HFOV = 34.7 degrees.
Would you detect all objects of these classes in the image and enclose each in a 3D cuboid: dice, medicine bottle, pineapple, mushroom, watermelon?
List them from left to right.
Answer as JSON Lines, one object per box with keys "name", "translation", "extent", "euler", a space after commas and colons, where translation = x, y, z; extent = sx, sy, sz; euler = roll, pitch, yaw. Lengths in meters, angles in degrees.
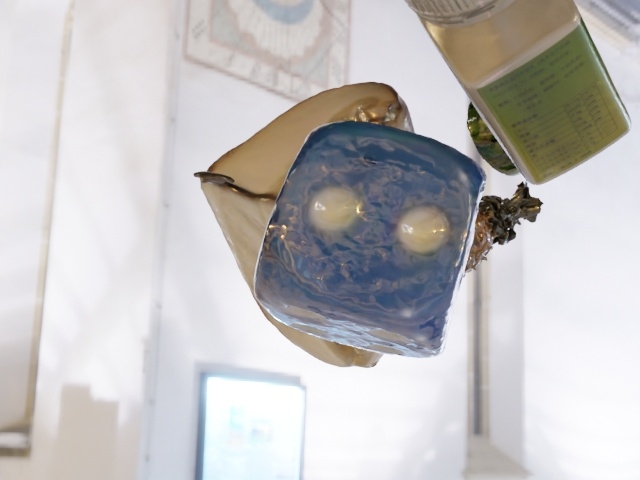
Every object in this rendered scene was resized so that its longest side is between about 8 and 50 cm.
{"name": "mushroom", "translation": [0.030, -0.011, 1.597], "extent": [0.224, 0.313, 0.397], "euler": [11, -47, 41]}
{"name": "dice", "translation": [0.039, 0.003, 0.754], "extent": [0.146, 0.143, 0.146], "euler": [18, -14, 6]}
{"name": "pineapple", "translation": [0.201, -0.014, 1.321], "extent": [0.198, 0.108, 0.108], "euler": [-22, -5, -21]}
{"name": "medicine bottle", "translation": [0.118, -0.140, 0.667], "extent": [0.088, 0.132, 0.188], "euler": [-31, -40, 14]}
{"name": "watermelon", "translation": [0.219, -0.129, 1.157], "extent": [0.105, 0.105, 0.062], "euler": [12, -23, -38]}
